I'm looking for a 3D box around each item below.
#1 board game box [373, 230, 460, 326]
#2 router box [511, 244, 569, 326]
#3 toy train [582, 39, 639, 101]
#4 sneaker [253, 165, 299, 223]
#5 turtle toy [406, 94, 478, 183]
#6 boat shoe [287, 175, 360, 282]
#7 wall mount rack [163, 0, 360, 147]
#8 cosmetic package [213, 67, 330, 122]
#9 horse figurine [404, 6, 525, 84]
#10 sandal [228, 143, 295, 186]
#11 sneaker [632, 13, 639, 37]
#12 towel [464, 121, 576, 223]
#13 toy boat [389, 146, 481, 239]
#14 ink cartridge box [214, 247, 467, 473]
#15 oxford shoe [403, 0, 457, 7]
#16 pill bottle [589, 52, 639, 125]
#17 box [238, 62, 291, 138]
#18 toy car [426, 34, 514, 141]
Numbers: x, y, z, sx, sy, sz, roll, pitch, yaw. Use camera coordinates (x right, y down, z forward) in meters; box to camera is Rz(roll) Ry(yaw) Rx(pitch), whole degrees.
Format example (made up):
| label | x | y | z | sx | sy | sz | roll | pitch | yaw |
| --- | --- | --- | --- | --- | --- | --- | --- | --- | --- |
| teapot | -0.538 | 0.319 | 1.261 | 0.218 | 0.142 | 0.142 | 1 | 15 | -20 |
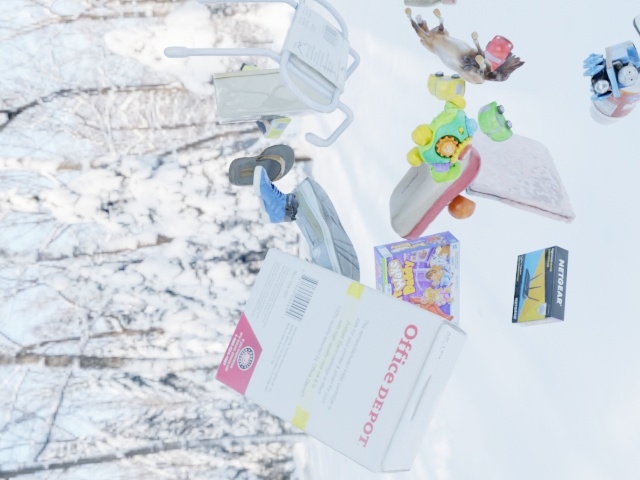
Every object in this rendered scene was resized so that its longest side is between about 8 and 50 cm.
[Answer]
| label | x | y | z | sx | sy | sz | roll | pitch | yaw |
| --- | --- | --- | --- | --- | --- | --- | --- | --- | --- |
| board game box | 0.284 | 0.162 | 1.901 | 0.078 | 0.233 | 0.347 | -121 | 22 | -61 |
| router box | 0.529 | 0.112 | 1.575 | 0.133 | 0.046 | 0.179 | -25 | 50 | 60 |
| toy train | 0.595 | -0.346 | 1.327 | 0.080 | 0.105 | 0.184 | 64 | -150 | -18 |
| sneaker | -0.087 | -0.094 | 1.347 | 0.152 | 0.084 | 0.058 | 81 | -167 | -44 |
| turtle toy | 0.168 | -0.126 | 0.875 | 0.066 | 0.095 | 0.130 | 41 | 160 | 18 |
| boat shoe | -0.002 | -0.002 | 1.469 | 0.118 | 0.103 | 0.320 | 32 | -150 | -53 |
| wall mount rack | -0.075 | -0.316 | 1.093 | 0.130 | 0.304 | 0.350 | -43 | 25 | 36 |
| cosmetic package | -0.116 | -0.377 | 1.688 | 0.160 | 0.309 | 0.113 | -157 | 60 | -81 |
| horse figurine | 0.262 | -0.365 | 1.244 | 0.066 | 0.263 | 0.174 | -53 | -19 | 5 |
| sandal | -0.128 | -0.176 | 1.549 | 0.219 | 0.060 | 0.090 | -20 | -67 | -50 |
| sneaker | 0.850 | -0.441 | 1.481 | 0.106 | 0.162 | 0.281 | 5 | -122 | -56 |
| towel | 0.528 | -0.199 | 1.813 | 0.332 | 0.316 | 0.053 | -88 | 17 | -46 |
| toy boat | 0.251 | -0.092 | 1.326 | 0.231 | 0.151 | 0.151 | -54 | 21 | 37 |
| ink cartridge box | 0.034 | 0.214 | 1.207 | 0.160 | 0.384 | 0.279 | 30 | -97 | -56 |
| oxford shoe | 0.256 | -0.765 | 1.591 | 0.140 | 0.146 | 0.397 | 24 | -116 | -70 |
| pill bottle | 0.822 | -0.409 | 1.795 | 0.216 | 0.121 | 0.121 | 80 | -175 | -71 |
| box | -0.176 | -0.413 | 1.925 | 0.087 | 0.058 | 0.232 | -50 | 61 | 38 |
| toy car | 0.371 | -0.323 | 1.504 | 0.239 | 0.053 | 0.225 | -21 | 105 | 47 |
